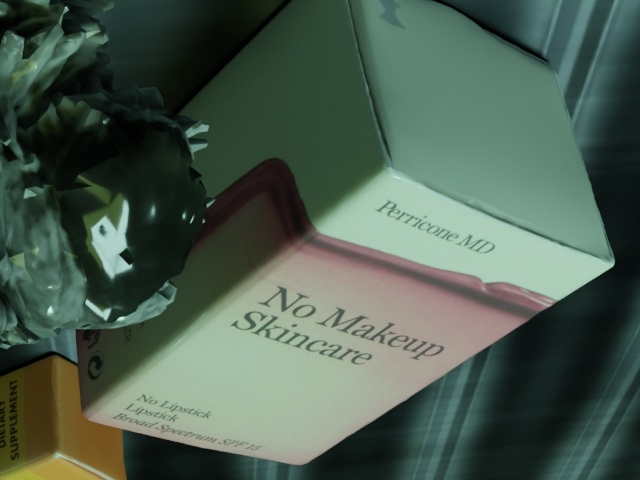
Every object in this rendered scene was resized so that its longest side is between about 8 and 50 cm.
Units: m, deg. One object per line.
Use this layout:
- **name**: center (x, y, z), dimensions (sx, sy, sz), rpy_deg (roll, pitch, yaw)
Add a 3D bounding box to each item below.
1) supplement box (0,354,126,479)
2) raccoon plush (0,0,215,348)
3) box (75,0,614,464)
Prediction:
- **supplement box**: center (-0.245, 0.158, 0.853), dimensions (0.233, 0.078, 0.080), rpy_deg (-24, 144, 20)
- **raccoon plush**: center (-0.205, -0.114, 0.437), dimensions (0.216, 0.299, 0.446), rpy_deg (-6, -178, -34)
- **box**: center (0.000, 0.000, 0.638), dimensions (0.149, 0.126, 0.232), rpy_deg (19, 137, -36)
